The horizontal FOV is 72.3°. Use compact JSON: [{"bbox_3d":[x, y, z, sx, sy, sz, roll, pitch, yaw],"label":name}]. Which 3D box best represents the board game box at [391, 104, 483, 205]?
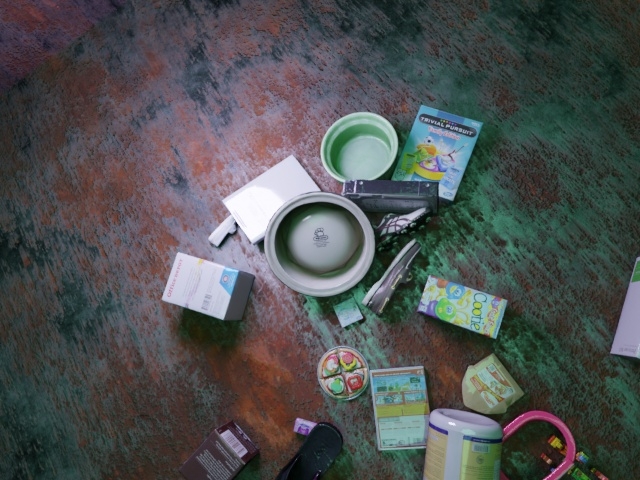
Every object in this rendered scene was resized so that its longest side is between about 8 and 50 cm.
[{"bbox_3d":[0.460,-0.340,1.741,0.254,0.079,0.336,21,84,13],"label":"board game box"}]

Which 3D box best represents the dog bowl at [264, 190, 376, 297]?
[{"bbox_3d":[0.000,0.000,1.653,0.408,0.150,0.407,1,108,2],"label":"dog bowl"}]

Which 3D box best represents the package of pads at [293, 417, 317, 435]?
[{"bbox_3d":[-0.057,0.712,1.665,0.083,0.032,0.050,11,82,13],"label":"package of pads"}]

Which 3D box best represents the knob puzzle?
[{"bbox_3d":[0.597,0.534,1.578,0.213,0.030,0.213,-2,80,9],"label":"knob puzzle"}]

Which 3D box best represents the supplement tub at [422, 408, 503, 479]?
[{"bbox_3d":[0.467,0.755,1.453,0.241,0.241,0.331,7,81,12],"label":"supplement tub"}]

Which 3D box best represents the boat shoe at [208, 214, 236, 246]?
[{"bbox_3d":[-0.393,-0.052,1.857,0.063,0.066,0.184,44,82,-7],"label":"boat shoe"}]

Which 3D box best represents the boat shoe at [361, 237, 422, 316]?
[{"bbox_3d":[0.289,0.140,1.668,0.097,0.116,0.324,38,92,10],"label":"boat shoe"}]

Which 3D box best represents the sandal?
[{"bbox_3d":[-0.076,0.870,1.589,0.168,0.107,0.445,27,93,13],"label":"sandal"}]

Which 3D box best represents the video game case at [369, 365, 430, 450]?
[{"bbox_3d":[0.300,0.619,1.620,0.204,0.025,0.285,-7,79,9],"label":"video game case"}]

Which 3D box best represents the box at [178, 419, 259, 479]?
[{"bbox_3d":[-0.373,0.819,1.634,0.168,0.167,0.203,43,90,14],"label":"box"}]

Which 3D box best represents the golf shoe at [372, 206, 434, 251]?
[{"bbox_3d":[0.300,-0.065,1.668,0.273,0.105,0.120,-35,62,30],"label":"golf shoe"}]

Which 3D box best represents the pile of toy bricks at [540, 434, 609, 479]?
[{"bbox_3d":[0.849,0.763,1.450,0.212,0.105,0.118,40,89,15],"label":"pile of toy bricks"}]

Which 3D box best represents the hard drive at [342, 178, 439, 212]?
[{"bbox_3d":[0.271,-0.162,1.650,0.339,0.237,0.064,5,80,15],"label":"hard drive"}]

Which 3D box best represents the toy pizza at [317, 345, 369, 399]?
[{"bbox_3d":[0.086,0.508,1.676,0.201,0.032,0.201,-2,80,10],"label":"toy pizza"}]

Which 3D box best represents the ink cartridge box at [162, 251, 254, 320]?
[{"bbox_3d":[-0.441,0.186,1.748,0.270,0.197,0.198,15,83,13],"label":"ink cartridge box"}]

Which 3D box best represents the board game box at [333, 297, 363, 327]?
[{"bbox_3d":[0.109,0.283,1.720,0.090,0.020,0.090,-26,76,5],"label":"board game box"}]

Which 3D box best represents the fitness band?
[{"bbox_3d":[0.711,0.711,1.472,0.291,0.054,0.209,-42,47,4],"label":"fitness band"}]

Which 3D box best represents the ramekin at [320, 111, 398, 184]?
[{"bbox_3d":[0.164,-0.340,1.745,0.304,0.148,0.303,-4,74,15],"label":"ramekin"}]

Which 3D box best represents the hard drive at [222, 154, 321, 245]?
[{"bbox_3d":[-0.196,-0.171,1.816,0.353,0.047,0.233,-35,76,-7],"label":"hard drive"}]

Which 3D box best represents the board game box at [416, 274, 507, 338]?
[{"bbox_3d":[0.506,0.241,1.591,0.275,0.144,0.142,18,84,14],"label":"board game box"}]

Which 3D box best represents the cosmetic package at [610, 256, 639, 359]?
[{"bbox_3d":[1.128,0.236,1.452,0.155,0.197,0.365,20,82,13],"label":"cosmetic package"}]
